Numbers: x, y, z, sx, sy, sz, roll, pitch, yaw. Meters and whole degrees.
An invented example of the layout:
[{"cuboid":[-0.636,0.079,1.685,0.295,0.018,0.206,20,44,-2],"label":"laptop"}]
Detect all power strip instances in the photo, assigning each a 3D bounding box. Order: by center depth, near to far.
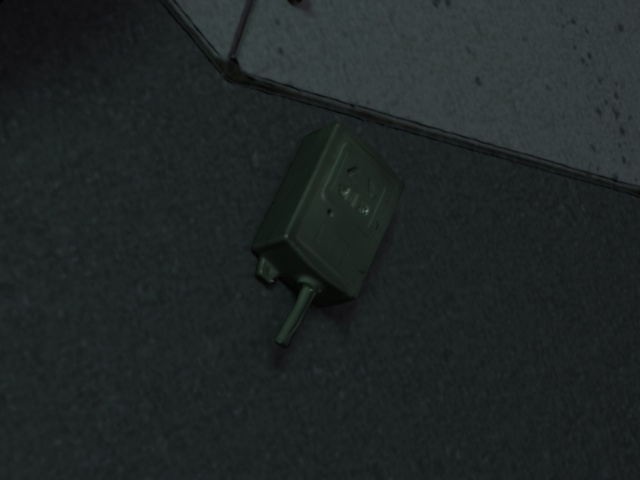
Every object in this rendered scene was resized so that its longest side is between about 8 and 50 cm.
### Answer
[{"cuboid":[0.000,0.000,0.935,0.075,0.042,0.175,41,55,-26],"label":"power strip"}]

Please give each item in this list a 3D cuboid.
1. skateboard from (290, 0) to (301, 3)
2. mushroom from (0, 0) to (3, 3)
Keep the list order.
[{"cuboid":[-0.023,-0.221,0.994,0.064,0.032,0.083,27,63,-20],"label":"skateboard"},{"cuboid":[-0.228,-0.266,0.724,0.345,0.259,0.345,-10,110,-28],"label":"mushroom"}]
